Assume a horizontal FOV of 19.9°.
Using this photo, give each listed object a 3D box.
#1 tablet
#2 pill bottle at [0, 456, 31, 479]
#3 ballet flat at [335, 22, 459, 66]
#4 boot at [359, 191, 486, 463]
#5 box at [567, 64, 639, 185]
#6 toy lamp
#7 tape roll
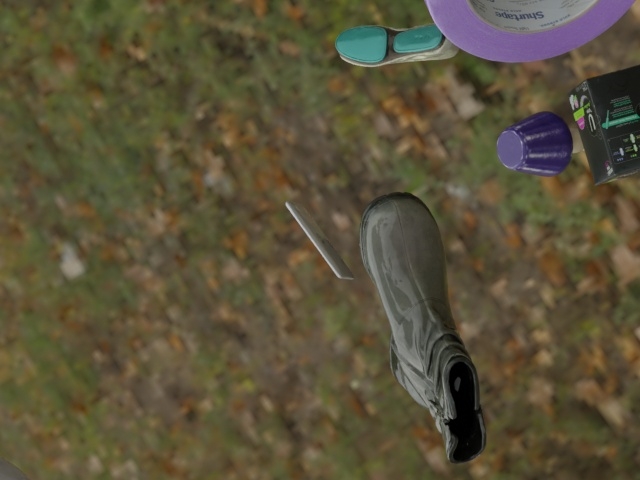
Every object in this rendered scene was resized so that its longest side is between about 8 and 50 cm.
[{"bbox_3d":[0.000,0.000,1.610,0.083,0.006,0.054,54,-170,10],"label":"tablet"},{"bbox_3d":[-0.420,0.340,1.684,0.363,0.210,0.210,-27,94,35],"label":"pill bottle"},{"bbox_3d":[0.098,-0.242,2.310,0.168,0.057,0.052,3,166,34],"label":"ballet flat"},{"bbox_3d":[0.113,0.084,1.776,0.161,0.083,0.246,-125,19,-59],"label":"boot"},{"bbox_3d":[0.246,-0.094,1.506,0.062,0.052,0.083,138,116,-81],"label":"box"},{"bbox_3d":[0.322,-0.123,2.155,0.080,0.275,0.080,17,113,49],"label":"toy lamp"},{"bbox_3d":[0.241,-0.338,2.086,0.275,0.275,0.090,83,173,-46],"label":"tape roll"}]
